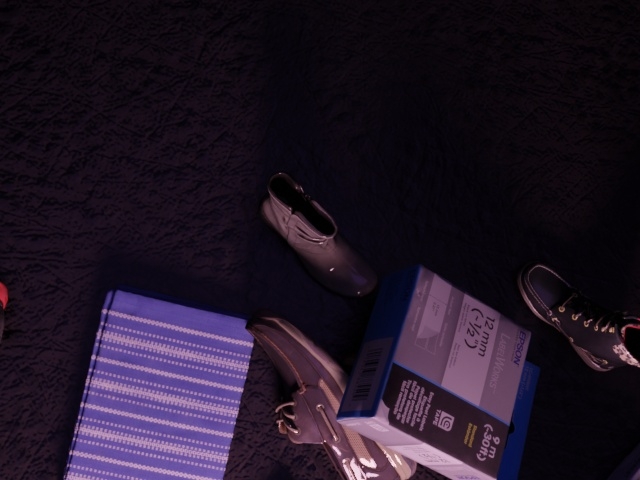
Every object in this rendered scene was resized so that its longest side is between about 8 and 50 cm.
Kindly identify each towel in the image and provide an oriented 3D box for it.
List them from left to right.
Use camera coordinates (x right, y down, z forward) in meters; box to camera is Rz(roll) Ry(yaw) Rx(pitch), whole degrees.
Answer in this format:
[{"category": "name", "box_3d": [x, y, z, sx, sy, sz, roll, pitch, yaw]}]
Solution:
[{"category": "towel", "box_3d": [-0.249, 0.253, 1.332, 0.243, 0.040, 0.335, 14, 82, -11]}]

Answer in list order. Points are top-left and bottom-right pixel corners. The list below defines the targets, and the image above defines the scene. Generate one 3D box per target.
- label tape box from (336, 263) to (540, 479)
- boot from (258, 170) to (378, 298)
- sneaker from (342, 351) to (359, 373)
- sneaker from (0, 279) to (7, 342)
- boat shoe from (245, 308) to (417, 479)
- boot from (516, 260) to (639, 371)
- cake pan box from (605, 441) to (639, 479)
[{"category": "label tape box", "box_3d": [0.222, 0.228, 1.313, 0.348, 0.115, 0.249, 30, 63, -19]}, {"category": "boot", "box_3d": [0.000, 0.000, 1.339, 0.246, 0.161, 0.083, 42, 78, -3]}, {"category": "sneaker", "box_3d": [0.126, 0.197, 1.399, 0.189, 0.066, 0.071, 13, 64, -14]}, {"category": "sneaker", "box_3d": [-0.578, 0.123, 1.203, 0.276, 0.097, 0.135, -4, 53, -30]}, {"category": "boat shoe", "box_3d": [-0.003, 0.262, 1.323, 0.130, 0.132, 0.355, -42, 91, -13]}, {"category": "boot", "box_3d": [0.442, 0.120, 1.398, 0.085, 0.178, 0.236, -43, 93, -12]}, {"category": "cake pan box", "box_3d": [0.600, 0.470, 1.443, 0.267, 0.070, 0.245, -43, 94, -13]}]
